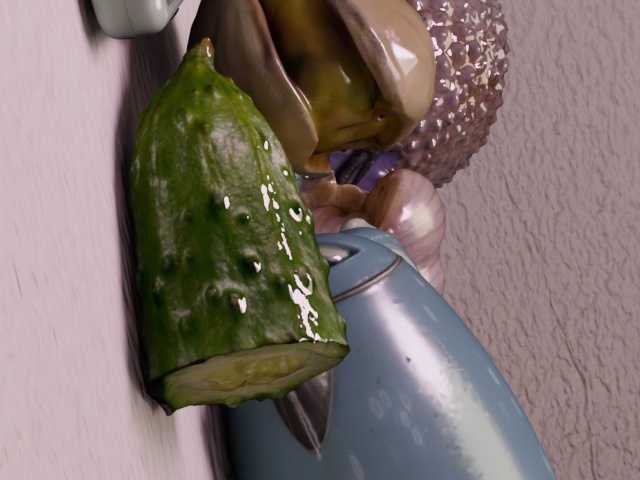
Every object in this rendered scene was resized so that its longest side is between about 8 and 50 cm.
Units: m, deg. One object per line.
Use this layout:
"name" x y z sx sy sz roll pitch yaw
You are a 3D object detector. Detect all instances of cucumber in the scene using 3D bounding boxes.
"cucumber" -0.065 -0.017 1.194 0.134 0.134 0.244 64 15 -70

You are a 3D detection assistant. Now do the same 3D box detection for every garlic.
"garlic" 0.000 0.000 1.800 0.257 0.207 0.207 30 40 -35

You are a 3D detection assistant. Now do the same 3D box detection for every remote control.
"remote control" -0.119 -0.224 1.265 0.296 0.056 0.140 -79 162 -74

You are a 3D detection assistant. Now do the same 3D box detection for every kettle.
"kettle" 0.051 0.147 1.457 0.342 0.247 0.319 69 19 -10

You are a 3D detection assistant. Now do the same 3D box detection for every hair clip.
"hair clip" 0.020 -0.052 1.954 0.195 0.124 0.052 -60 -137 28

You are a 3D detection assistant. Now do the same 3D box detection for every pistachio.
"pistachio" -0.013 -0.145 1.353 0.197 0.166 0.288 64 -9 -11

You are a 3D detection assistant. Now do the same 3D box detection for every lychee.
"lychee" 0.082 -0.184 2.088 0.300 0.300 0.300 -9 90 -84

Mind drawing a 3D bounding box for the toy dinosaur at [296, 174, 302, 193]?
"toy dinosaur" -0.055 -0.053 1.562 0.363 0.076 0.147 59 31 -60
